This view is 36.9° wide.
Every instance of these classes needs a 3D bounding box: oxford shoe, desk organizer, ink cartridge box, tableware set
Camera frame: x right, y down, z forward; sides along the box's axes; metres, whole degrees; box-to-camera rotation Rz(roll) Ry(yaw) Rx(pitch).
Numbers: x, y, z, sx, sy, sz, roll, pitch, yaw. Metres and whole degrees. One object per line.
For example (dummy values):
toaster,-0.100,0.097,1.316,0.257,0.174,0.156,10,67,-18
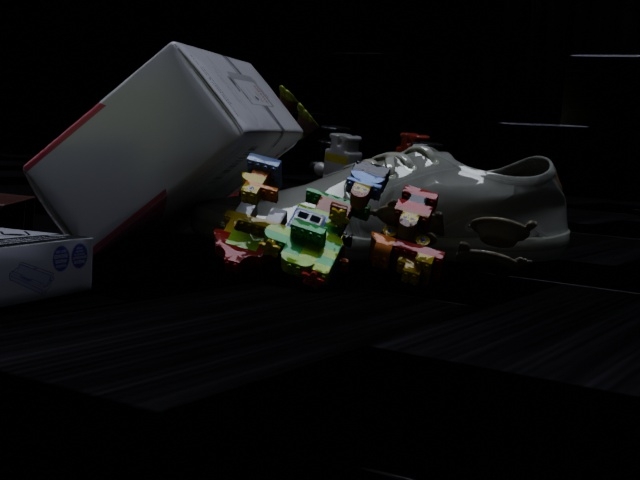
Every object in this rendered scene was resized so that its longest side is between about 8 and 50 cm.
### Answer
oxford shoe,0.076,-0.044,1.079,0.449,0.130,0.169,-1,11,-17
desk organizer,-0.348,-0.025,1.030,0.050,0.047,0.130,6,6,-3
ink cartridge box,-0.155,-0.097,1.039,0.207,0.117,0.283,-37,-2,12
ink cartridge box,-0.260,0.021,0.660,0.097,0.046,0.207,5,7,23
tableware set,0.127,-0.004,0.928,0.169,0.020,0.141,14,-16,2

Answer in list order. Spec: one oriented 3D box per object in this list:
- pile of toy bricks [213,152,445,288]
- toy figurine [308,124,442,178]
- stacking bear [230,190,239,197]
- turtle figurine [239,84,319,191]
pile of toy bricks,0.000,0.000,0.850,0.212,0.118,0.105,15,48,13
toy figurine,0.089,-0.098,1.549,0.213,0.148,0.209,5,12,-7
stacking bear,-0.270,-0.124,1.522,0.175,0.164,0.289,-4,4,-30
turtle figurine,-0.106,-0.144,1.587,0.087,0.217,0.269,48,3,-34
